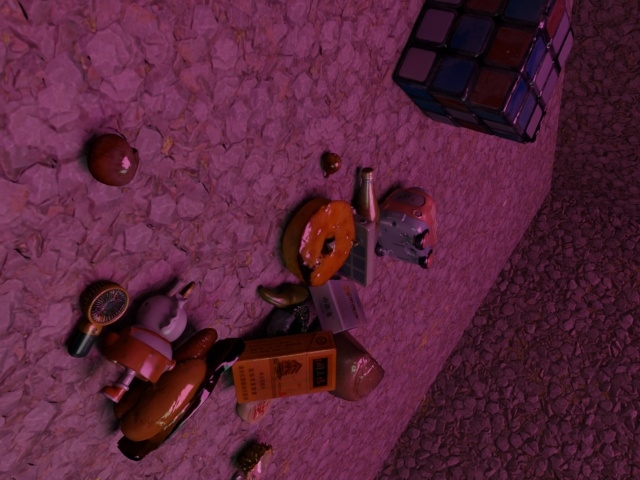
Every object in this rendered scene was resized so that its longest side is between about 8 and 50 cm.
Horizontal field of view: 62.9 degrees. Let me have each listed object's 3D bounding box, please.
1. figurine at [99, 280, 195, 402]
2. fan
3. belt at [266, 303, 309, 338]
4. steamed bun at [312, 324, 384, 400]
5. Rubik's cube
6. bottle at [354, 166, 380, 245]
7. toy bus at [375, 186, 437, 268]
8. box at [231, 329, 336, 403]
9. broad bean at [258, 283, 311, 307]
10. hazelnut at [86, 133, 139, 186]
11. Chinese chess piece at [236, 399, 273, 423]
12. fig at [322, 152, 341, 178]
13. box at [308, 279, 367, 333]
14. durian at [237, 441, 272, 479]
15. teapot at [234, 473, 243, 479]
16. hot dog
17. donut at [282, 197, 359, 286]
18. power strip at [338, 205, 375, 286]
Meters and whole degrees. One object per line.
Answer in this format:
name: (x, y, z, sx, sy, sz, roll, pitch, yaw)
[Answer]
figurine: (-0.331, 0.196, 1.042, 0.271, 0.143, 0.143, -43, 144, -30)
fan: (-0.418, 0.145, 0.965, 0.155, 0.039, 0.082, -61, 150, -2)
belt: (-0.098, 0.238, 1.487, 0.151, 0.079, 0.121, -44, 138, -50)
steamed bun: (0.064, 0.412, 1.711, 0.199, 0.251, 0.301, -44, 148, -6)
Rubik's cube: (0.472, -0.514, 1.506, 0.363, 0.359, 0.361, 10, 106, -56)
bottle: (0.140, -0.094, 1.577, 0.083, 0.083, 0.269, -36, 138, -38)
toy bus: (0.300, -0.053, 1.754, 0.232, 0.194, 0.287, -59, 150, -22)
box: (-0.097, 0.340, 1.410, 0.275, 0.076, 0.174, -6, 129, -7)
broad bean: (-0.090, 0.151, 1.436, 0.048, 0.070, 0.214, -45, 153, 20)
hazelnut: (-0.333, -0.130, 0.847, 0.086, 0.086, 0.086, -36, 140, -38)
Chinese chess piece: (-0.191, 0.481, 1.548, 0.122, 0.051, 0.122, -36, 140, -38)
fig: (0.027, -0.192, 1.377, 0.050, 0.050, 0.083, -37, 160, -37)
box: (0.059, 0.198, 1.581, 0.243, 0.067, 0.155, 9, 63, -68)
durian: (-0.215, 0.715, 1.675, 0.140, 0.079, 0.224, -56, 161, -35)
teapot: (-0.247, 0.916, 1.700, 0.219, 0.149, 0.318, -54, 148, -27)
hot dog: (-0.330, 0.302, 1.125, 0.107, 0.194, 0.326, 52, 61, -26)
donut: (0.001, 0.001, 1.410, 0.253, 0.118, 0.253, -38, 144, -35)
power strip: (0.108, 0.024, 1.583, 0.046, 0.118, 0.270, -36, 140, -33)
